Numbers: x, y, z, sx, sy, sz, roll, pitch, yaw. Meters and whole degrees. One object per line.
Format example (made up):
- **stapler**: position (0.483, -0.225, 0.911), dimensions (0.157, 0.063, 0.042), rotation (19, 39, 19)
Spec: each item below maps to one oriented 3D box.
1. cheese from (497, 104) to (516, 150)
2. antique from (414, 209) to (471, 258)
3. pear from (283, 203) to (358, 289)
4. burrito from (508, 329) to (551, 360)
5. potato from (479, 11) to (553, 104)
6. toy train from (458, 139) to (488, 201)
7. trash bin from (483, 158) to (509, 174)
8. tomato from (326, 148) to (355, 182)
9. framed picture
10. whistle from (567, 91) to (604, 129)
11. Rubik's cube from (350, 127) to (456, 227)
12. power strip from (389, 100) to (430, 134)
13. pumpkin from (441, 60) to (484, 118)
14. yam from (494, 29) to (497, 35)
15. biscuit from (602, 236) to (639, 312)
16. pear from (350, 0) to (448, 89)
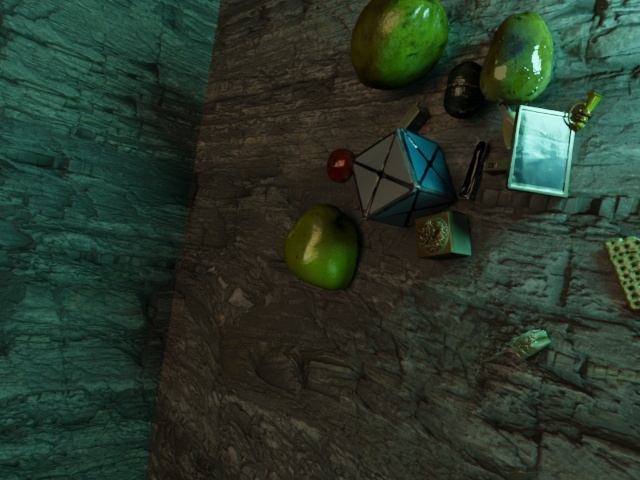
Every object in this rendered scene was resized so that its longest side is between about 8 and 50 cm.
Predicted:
- **cheese**: position (0.613, -0.389, 1.661), dimensions (0.127, 0.049, 0.235), rotation (85, 177, -58)
- **antique**: position (0.413, -0.016, 1.755), dimensions (0.146, 0.147, 0.152), rotation (-15, 74, 47)
- **pear**: position (0.000, 0.000, 2.134), dimensions (0.342, 0.238, 0.318), rotation (44, 123, 42)
- **burrito**: position (0.628, 0.304, 1.539), dimensions (0.118, 0.044, 0.074), rotation (-47, 48, 35)
- **potato**: position (0.618, -0.566, 1.606), dimensions (0.210, 0.173, 0.308), rotation (12, 85, 24)
- **toy train**: position (0.525, -0.239, 1.750), dimensions (0.043, 0.047, 0.208), rotation (23, 98, 46)
- **trash bin**: position (0.589, -0.240, 1.674), dimensions (0.092, 0.061, 0.043), rotation (4, 85, 45)
- **tomato**: position (0.074, -0.329, 2.236), dimensions (0.155, 0.069, 0.156), rotation (-11, 75, 46)
- **framed picture**: position (0.660, -0.265, 1.536), dimensions (0.023, 0.188, 0.260), rotation (147, 132, -86)
- **whistle**: position (0.772, -0.382, 1.506), dimensions (0.109, 0.057, 0.046), rotation (-63, 20, 19)
- **Rubik's cube**: position (0.297, -0.214, 1.843), dimensions (0.254, 0.259, 0.260), rotation (-29, 66, 42)
- **power strip**: position (0.315, -0.409, 1.985), dimensions (0.272, 0.078, 0.052), rotation (-52, 50, 27)
- **pumpkin**: position (0.490, -0.510, 1.749), dimensions (0.146, 0.190, 0.190), rotation (31, 107, 16)
- **yam**: position (0.632, -0.688, 1.727), dimensions (0.094, 0.043, 0.043), rotation (22, 99, 48)
- **biscuit**: position (0.852, 0.077, 1.360), dimensions (0.144, 0.016, 0.203), rotation (-27, 64, 41)
- **pear**: position (0.283, -0.739, 1.884), dimensions (0.413, 0.351, 0.352), rotation (135, 130, -56)
